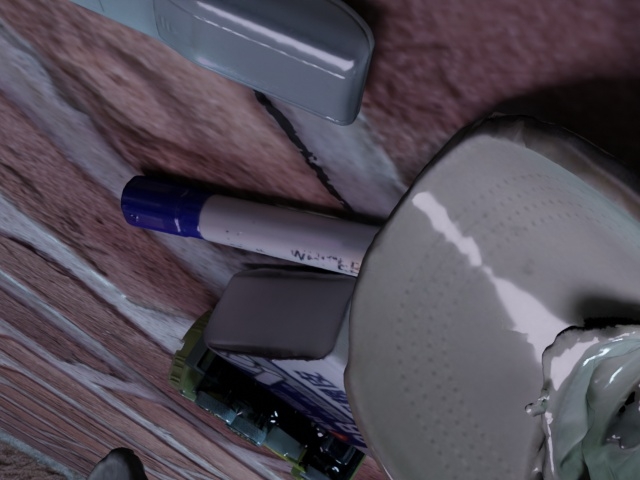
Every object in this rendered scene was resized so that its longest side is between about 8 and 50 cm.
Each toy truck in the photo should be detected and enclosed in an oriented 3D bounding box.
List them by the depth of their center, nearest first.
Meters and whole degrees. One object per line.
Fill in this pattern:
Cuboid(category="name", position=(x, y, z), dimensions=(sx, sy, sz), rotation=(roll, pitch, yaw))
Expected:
Cuboid(category="toy truck", position=(-0.048, 0.131, 0.815), dimensions=(0.191, 0.085, 0.116), rotation=(42, 163, -33))

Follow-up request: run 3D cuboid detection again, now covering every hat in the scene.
Cuboid(category="hat", position=(0.155, 0.071, 0.422), dimensions=(0.301, 0.168, 0.258), rotation=(48, 133, 6))

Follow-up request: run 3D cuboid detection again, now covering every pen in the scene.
Cuboid(category="pen", position=(0.000, 0.000, 0.539), dimensions=(0.269, 0.033, 0.033), rotation=(13, 155, 28))

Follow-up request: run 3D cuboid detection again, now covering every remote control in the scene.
Cuboid(category="remote control", position=(-0.056, -0.095, 0.387), dimensions=(0.162, 0.029, 0.061), rotation=(23, 157, 6))

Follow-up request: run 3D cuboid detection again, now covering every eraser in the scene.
Cuboid(category="eraser", position=(0.031, 0.101, 0.683), dimensions=(0.124, 0.068, 0.210), rotation=(-1, 147, 44))

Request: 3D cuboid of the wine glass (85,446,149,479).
Cuboid(category="wine glass", position=(0.021, 0.283, 0.713), dimensions=(0.405, 0.267, 0.267), rotation=(17, 163, -23))
